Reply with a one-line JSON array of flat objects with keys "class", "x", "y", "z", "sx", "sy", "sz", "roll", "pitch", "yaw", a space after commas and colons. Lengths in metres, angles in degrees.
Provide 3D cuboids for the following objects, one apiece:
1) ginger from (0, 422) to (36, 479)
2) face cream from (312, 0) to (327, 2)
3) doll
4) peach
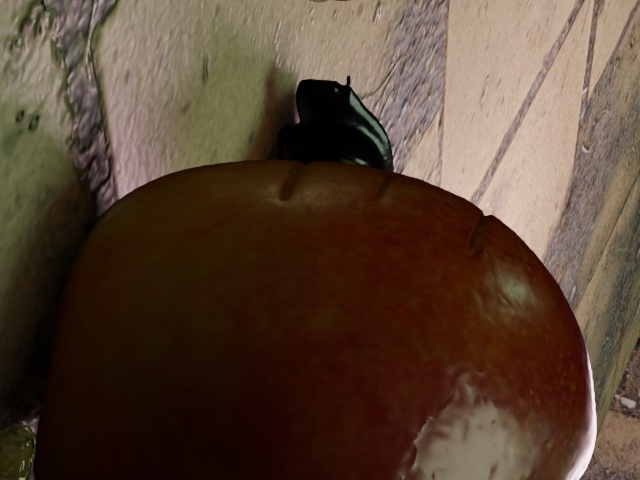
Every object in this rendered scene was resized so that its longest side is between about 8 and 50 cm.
[{"class": "ginger", "x": -0.184, "y": 0.191, "z": 0.824, "sx": 0.133, "sy": 0.059, "sz": 0.214, "roll": 89, "pitch": 25, "yaw": -67}, {"class": "face cream", "x": 0.049, "y": -0.232, "z": 1.097, "sx": 0.283, "sy": 0.073, "sz": 0.073, "roll": -56, "pitch": 157, "yaw": -43}, {"class": "doll", "x": 0.002, "y": -0.001, "z": 1.174, "sx": 0.088, "sy": 0.127, "sz": 0.249, "roll": -17, "pitch": 129, "yaw": -28}, {"class": "peach", "x": -0.001, "y": 0.093, "z": 0.904, "sx": 0.245, "sy": 0.274, "sz": 0.249, "roll": -78, "pitch": 166, "yaw": -45}]
